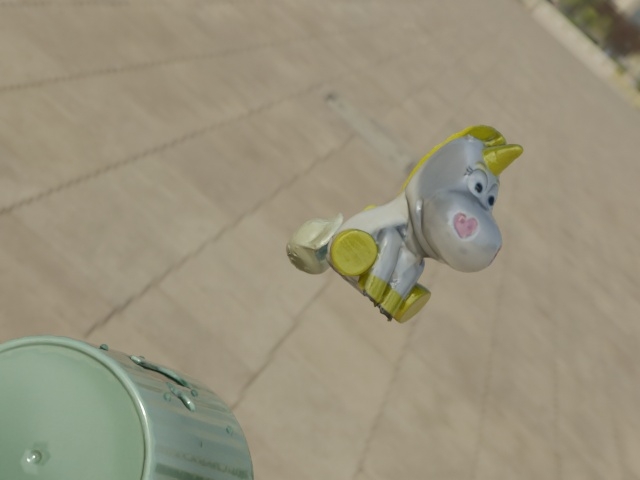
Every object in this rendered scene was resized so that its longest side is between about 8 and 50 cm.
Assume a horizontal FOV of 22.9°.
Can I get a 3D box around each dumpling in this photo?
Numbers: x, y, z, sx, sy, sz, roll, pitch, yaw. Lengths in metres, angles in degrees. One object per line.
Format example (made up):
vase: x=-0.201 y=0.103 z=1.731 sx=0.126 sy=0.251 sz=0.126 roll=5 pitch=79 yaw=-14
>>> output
dumpling: x=-0.001 y=-0.001 z=1.363 sx=0.043 sy=0.059 sz=0.077 roll=37 pitch=-19 yaw=20

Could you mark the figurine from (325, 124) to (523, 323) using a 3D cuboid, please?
figurine: x=0.084 y=-0.020 z=1.230 sx=0.109 sy=0.178 sz=0.130 roll=39 pitch=28 yaw=-29

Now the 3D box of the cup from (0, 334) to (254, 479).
cup: x=-0.219 y=0.272 z=1.797 sx=0.400 sy=0.310 sz=0.392 roll=4 pitch=-13 yaw=10
